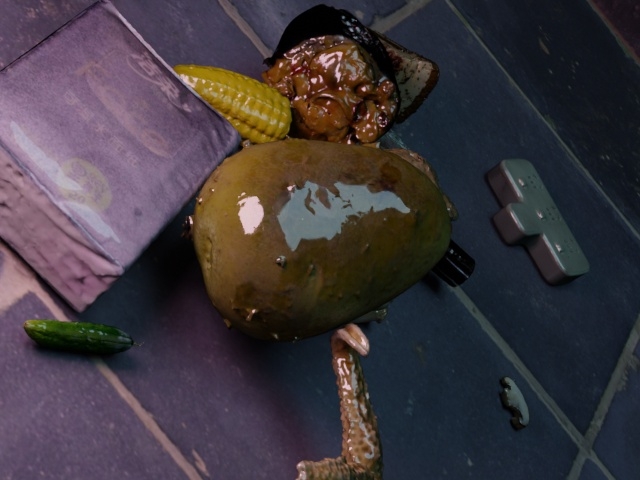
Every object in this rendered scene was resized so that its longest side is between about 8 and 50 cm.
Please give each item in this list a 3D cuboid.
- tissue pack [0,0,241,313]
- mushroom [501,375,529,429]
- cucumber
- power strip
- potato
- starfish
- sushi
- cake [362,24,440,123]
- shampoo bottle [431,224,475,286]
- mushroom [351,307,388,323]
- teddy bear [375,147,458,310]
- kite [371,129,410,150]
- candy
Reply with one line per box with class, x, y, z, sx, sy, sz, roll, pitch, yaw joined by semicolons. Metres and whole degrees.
tissue pack;-0.295;-0.123;1.743;0.288;0.124;0.394;47;33;-8
mushroom;0.321;0.269;2.232;0.049;0.019;0.101;26;38;-36
cucumber;-0.285;0.114;1.605;0.168;0.039;0.039;12;49;-43
power strip;0.406;-0.036;2.600;0.193;0.059;0.265;-7;65;-54
potato;-0.001;-0.019;1.792;0.359;0.219;0.270;-19;82;-29
starfish;0.035;0.321;1.645;0.432;0.082;0.324;-77;162;-53
sushi;0.014;-0.245;2.164;0.213;0.200;0.204;31;26;-17
cake;0.126;-0.348;2.478;0.112;0.135;0.246;23;41;-38
shampoo bottle;0.141;-0.026;2.215;0.278;0.104;0.104;40;34;-19
mushroom;0.022;0.087;2.009;0.202;0.054;0.059;11;43;-39
teddy bear;0.077;-0.049;2.032;0.267;0.156;0.256;42;42;21
kite;0.112;-0.143;2.377;0.127;0.016;0.229;33;36;-21
candy;-0.144;-0.212;2.055;0.199;0.094;0.106;25;47;-28
